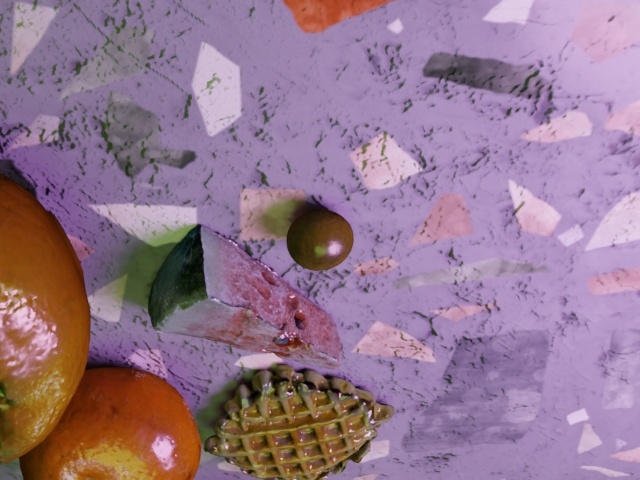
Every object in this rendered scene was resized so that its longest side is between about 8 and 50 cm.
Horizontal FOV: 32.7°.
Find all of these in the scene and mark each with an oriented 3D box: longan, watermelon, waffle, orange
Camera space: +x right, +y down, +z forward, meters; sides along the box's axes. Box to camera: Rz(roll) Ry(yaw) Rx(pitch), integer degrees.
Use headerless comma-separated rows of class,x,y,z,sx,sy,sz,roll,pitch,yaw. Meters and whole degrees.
longan,0.000,0.000,1.209,0.075,0.075,0.083,-8,175,4
watermelon,-0.081,0.096,1.288,0.241,0.095,0.154,22,136,-26
waffle,-0.030,0.251,1.449,0.214,0.054,0.208,27,123,-23
orange,-0.262,0.255,1.364,0.224,0.170,0.224,0,112,0
orange,-0.339,0.068,1.119,0.196,0.263,0.335,-12,128,-15
